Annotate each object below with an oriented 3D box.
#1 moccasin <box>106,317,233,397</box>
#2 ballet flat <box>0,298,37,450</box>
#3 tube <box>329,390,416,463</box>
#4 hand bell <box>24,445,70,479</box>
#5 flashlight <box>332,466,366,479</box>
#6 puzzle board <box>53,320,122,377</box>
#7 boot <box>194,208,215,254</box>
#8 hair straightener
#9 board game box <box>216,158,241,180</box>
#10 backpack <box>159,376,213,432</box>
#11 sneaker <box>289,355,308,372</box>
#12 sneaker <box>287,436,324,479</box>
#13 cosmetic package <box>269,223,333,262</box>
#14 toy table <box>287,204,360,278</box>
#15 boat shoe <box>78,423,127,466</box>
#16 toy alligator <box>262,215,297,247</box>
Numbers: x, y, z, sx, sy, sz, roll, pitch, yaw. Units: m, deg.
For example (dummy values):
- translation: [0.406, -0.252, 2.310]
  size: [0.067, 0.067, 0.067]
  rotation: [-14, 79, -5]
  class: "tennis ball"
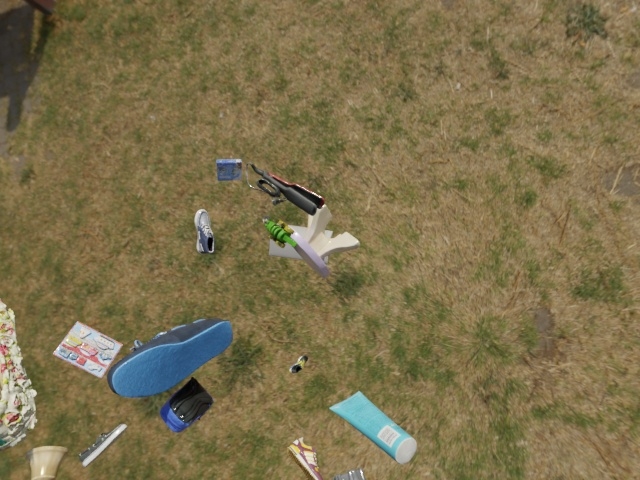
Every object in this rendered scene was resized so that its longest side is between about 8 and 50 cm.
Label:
- translation: [-0.379, 0.294, 1.199]
  size: [0.116, 0.341, 0.138]
  rotation: [6, 103, 39]
  class: "moccasin"
- translation: [-0.390, 0.122, 0.532]
  size: [0.091, 0.077, 0.241]
  rotation: [-36, 66, -19]
  class: "ballet flat"
- translation: [0.106, 0.371, 0.962]
  size: [0.207, 0.080, 0.052]
  rotation: [21, 122, 56]
  class: "tube"
- translation: [-0.832, 0.758, 1.406]
  size: [0.126, 0.126, 0.242]
  rotation: [-25, 49, 12]
  class: "hand bell"
- translation: [0.127, 0.845, 1.399]
  size: [0.103, 0.103, 0.304]
  rotation: [-4, 56, -24]
  class: "flashlight"
- translation: [-0.582, 0.274, 1.191]
  size: [0.128, 0.011, 0.096]
  rotation: [33, 54, -13]
  class: "puzzle board"
- translation: [-0.471, -0.037, 1.962]
  size: [0.086, 0.069, 0.190]
  rotation: [-5, 89, 49]
  class: "boot"
- translation: [-0.105, -0.133, 1.226]
  size: [0.230, 0.089, 0.047]
  rotation: [33, 133, 7]
  class: "hair straightener"
- translation: [-0.336, -0.259, 1.741]
  size: [0.090, 0.090, 0.020]
  rotation: [-3, 52, -11]
  class: "board game box"
- translation: [-0.358, 0.444, 1.244]
  size: [0.098, 0.120, 0.101]
  rotation: [44, 115, 3]
  class: "backpack"
- translation: [-0.068, 0.433, 1.638]
  size: [0.083, 0.031, 0.035]
  rotation: [-39, 24, -32]
  class: "sneaker"
- translation: [-0.034, 0.801, 1.714]
  size: [0.083, 0.070, 0.185]
  rotation: [-29, 62, -36]
  class: "sneaker"
- translation: [-0.076, 0.009, 1.867]
  size: [0.237, 0.127, 0.107]
  rotation: [6, 112, 9]
  class: "cosmetic package"
- translation: [0.000, 0.000, 1.637]
  size: [0.161, 0.274, 0.252]
  rotation: [-44, 60, -9]
  class: "toy table"
- translation: [-0.584, 0.541, 1.266]
  size: [0.142, 0.049, 0.040]
  rotation: [-43, 80, -12]
  class: "boat shoe"
- translation: [-0.126, -0.033, 1.284]
  size: [0.056, 0.051, 0.189]
  rotation: [-55, 43, 4]
  class: "toy alligator"
